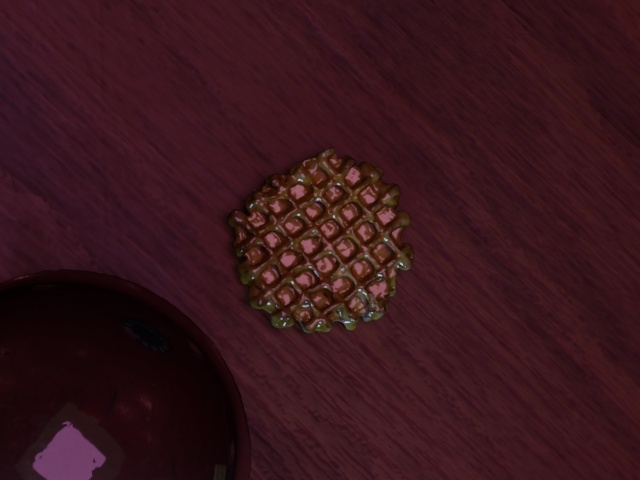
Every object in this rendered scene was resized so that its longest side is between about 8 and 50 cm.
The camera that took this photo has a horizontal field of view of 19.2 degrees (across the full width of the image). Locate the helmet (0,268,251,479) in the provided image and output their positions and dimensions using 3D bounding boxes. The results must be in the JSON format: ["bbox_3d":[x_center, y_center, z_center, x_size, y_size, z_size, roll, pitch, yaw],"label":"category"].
[{"bbox_3d":[-0.242,0.212,1.635,0.337,0.230,0.385,27,87,1],"label":"helmet"}]

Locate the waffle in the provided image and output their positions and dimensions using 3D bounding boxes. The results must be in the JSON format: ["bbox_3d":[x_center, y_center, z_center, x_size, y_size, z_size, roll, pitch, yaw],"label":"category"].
[{"bbox_3d":[0.004,0.004,1.838,0.191,0.038,0.191,1,85,-13],"label":"waffle"}]
